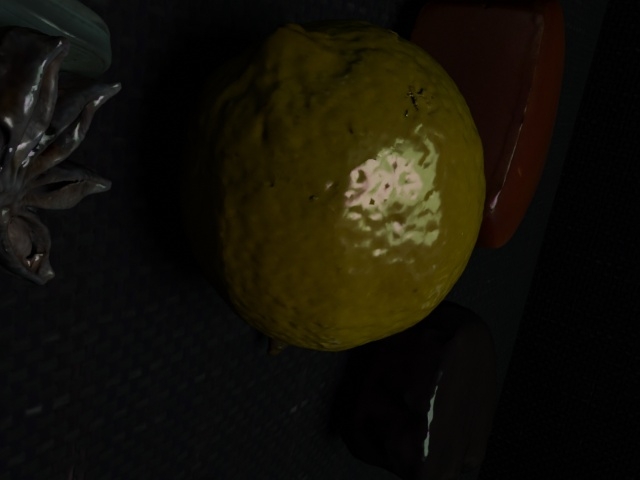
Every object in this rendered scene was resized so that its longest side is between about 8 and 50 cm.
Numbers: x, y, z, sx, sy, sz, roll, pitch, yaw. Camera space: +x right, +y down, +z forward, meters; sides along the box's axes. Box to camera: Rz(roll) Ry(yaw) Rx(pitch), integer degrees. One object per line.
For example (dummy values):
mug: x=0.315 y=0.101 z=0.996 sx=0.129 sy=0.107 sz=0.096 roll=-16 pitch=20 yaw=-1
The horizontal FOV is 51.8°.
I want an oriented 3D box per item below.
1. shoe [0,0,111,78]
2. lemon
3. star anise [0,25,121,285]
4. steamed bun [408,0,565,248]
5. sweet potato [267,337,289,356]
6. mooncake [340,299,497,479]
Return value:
shoe: x=-0.233 y=-0.181 z=0.462 sx=0.195 sy=0.079 sz=0.078 roll=24 pitch=52 yaw=-52
lemon: x=0.012 y=-0.052 z=0.676 sx=0.336 sy=0.336 sz=0.335 roll=-34 pitch=134 yaw=-45
star anise: x=-0.253 y=-0.047 z=0.458 sx=0.236 sy=0.109 sz=0.223 roll=-48 pitch=168 yaw=-52
steamed bun: x=0.235 y=-0.178 z=1.015 sx=0.248 sy=0.235 sz=0.379 roll=25 pitch=79 yaw=-68
sweet potato: x=0.002 y=-0.005 z=0.920 sx=0.346 sy=0.079 sz=0.108 roll=-60 pitch=176 yaw=-18
mooncake: x=0.201 y=0.289 z=1.261 sx=0.381 sy=0.212 sz=0.350 roll=45 pitch=64 yaw=-54
